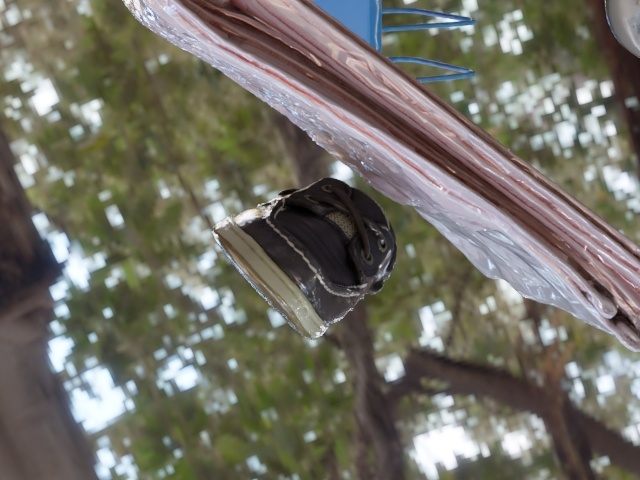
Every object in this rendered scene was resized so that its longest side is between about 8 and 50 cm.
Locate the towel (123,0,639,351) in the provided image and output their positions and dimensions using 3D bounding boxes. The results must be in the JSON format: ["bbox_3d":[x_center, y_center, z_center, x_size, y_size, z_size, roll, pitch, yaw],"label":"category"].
[{"bbox_3d":[0.023,-0.064,0.953,0.053,0.317,0.332,-54,-169,0],"label":"towel"}]

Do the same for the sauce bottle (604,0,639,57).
[{"bbox_3d":[0.202,-0.200,1.043,0.111,0.111,0.344,-13,-153,13],"label":"sauce bottle"}]

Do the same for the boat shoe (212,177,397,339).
[{"bbox_3d":[0.001,0.001,0.929,0.073,0.080,0.223,-41,174,4],"label":"boat shoe"}]

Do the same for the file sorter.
[{"bbox_3d":[0.050,-0.202,1.293,0.104,0.170,0.118,-7,-165,-27],"label":"file sorter"}]
